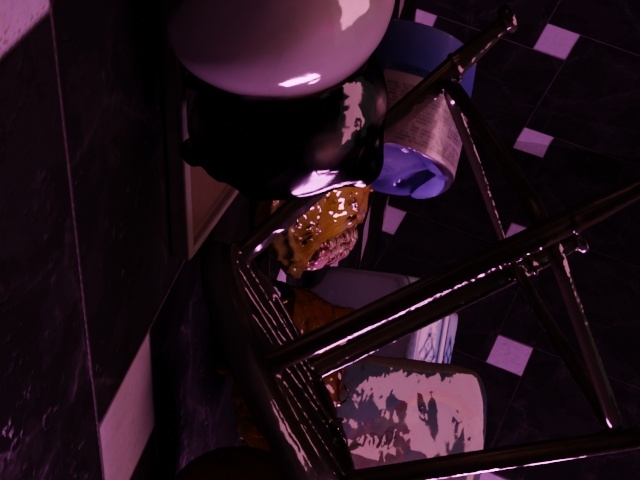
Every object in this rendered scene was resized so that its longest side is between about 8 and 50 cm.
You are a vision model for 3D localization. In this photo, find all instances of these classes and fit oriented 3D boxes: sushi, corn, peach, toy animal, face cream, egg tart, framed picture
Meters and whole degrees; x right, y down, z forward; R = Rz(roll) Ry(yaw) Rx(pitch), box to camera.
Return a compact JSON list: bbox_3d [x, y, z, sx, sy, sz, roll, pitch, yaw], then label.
[{"bbox_3d":[-0.048,0.159,1.304,0.167,0.179,0.296,120,-10,-58],"label":"sushi"},{"bbox_3d":[0.000,0.000,1.685,0.280,0.092,0.092,-22,122,-77],"label":"corn"},{"bbox_3d":[-0.083,0.312,1.056,0.192,0.190,0.190,88,13,-70],"label":"peach"},{"bbox_3d":[-0.026,-0.162,0.789,0.235,0.165,0.187,87,25,-45],"label":"toy animal"},{"bbox_3d":[0.119,-0.212,1.673,0.249,0.249,0.225,76,26,-72],"label":"face cream"},{"bbox_3d":[0.006,-0.119,1.376,0.341,0.132,0.341,8,90,-82],"label":"egg tart"},{"bbox_3d":[-0.086,-0.173,0.932,0.240,0.020,0.324,-61,159,-48],"label":"framed picture"}]

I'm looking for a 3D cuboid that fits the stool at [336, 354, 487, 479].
[{"bbox_3d":[0.064,0.317,1.540,0.226,0.310,0.310,10,-91,60],"label":"stool"}]

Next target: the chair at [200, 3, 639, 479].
[{"bbox_3d":[0.120,0.061,1.053,0.364,0.410,0.362,61,5,-36],"label":"chair"}]

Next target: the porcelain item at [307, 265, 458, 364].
[{"bbox_3d":[0.098,0.196,1.850,0.157,0.286,0.281,14,82,-49],"label":"porcelain item"}]
